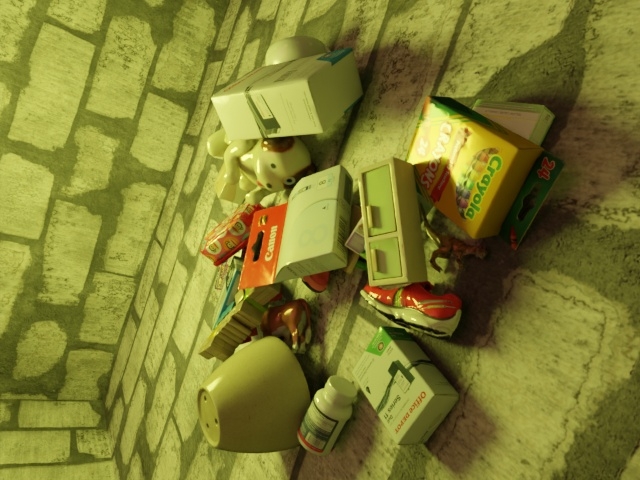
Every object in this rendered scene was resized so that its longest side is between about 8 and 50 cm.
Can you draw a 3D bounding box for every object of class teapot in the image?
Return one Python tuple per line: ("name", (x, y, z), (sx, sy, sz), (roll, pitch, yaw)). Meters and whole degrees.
("teapot", (-0.076, -0.619, 1.580), (0.256, 0.252, 0.187), (172, 91, -68))

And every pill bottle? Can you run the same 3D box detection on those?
("pill bottle", (0.021, 0.447, 1.100), (0.108, 0.107, 0.180), (42, 111, 53))

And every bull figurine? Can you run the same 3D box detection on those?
("bull figurine", (-0.130, 0.283, 1.387), (0.310, 0.101, 0.189), (-31, 60, 53))

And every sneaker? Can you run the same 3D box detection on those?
("sneaker", (0.000, -0.001, 1.304), (0.136, 0.115, 0.314), (-25, 57, 46))
("sneaker", (0.211, 0.140, 0.991), (0.278, 0.107, 0.119), (14, 70, 53))

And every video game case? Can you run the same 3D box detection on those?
("video game case", (-0.387, 0.108, 1.868), (0.210, 0.041, 0.233), (-4, 73, 54))

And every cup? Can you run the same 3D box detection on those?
("cup", (-0.213, 0.468, 1.227), (0.331, 0.236, 0.332), (14, 108, 51))

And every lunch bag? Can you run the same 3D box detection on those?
("lunch bag", (-0.319, -0.051, 1.663), (0.258, 0.120, 0.293), (-35, 17, 26))

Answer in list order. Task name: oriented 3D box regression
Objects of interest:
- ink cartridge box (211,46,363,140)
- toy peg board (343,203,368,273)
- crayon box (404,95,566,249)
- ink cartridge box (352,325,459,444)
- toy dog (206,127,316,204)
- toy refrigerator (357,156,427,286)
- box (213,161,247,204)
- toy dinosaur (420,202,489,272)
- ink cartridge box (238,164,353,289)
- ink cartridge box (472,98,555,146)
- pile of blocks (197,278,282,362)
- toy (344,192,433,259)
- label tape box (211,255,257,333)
("ink cartridge box", (-0.105, -0.465, 1.375), (0.394, 0.166, 0.285), (5, 40, 34))
("toy peg board", (0.115, 0.002, 1.191), (0.161, 0.079, 0.161), (-65, 20, 11))
("crayon box", (0.310, -0.147, 0.884), (0.319, 0.081, 0.203), (51, 138, 43))
("ink cartridge box", (0.180, 0.317, 0.946), (0.153, 0.086, 0.208), (-62, 37, 18))
("toy dog", (-0.179, -0.306, 1.590), (0.395, 0.285, 0.408), (-36, 34, -10))
("toy refrigerator", (0.157, -0.037, 0.951), (0.102, 0.094, 0.270), (-12, 80, 41))
("box", (-0.361, -0.336, 1.939), (0.311, 0.121, 0.148), (-59, 36, 21))
("toy dinosaur", (0.282, 0.010, 0.965), (0.112, 0.064, 0.211), (-53, 45, -1))
("ink cartridge box", (-0.093, -0.035, 1.265), (0.384, 0.091, 0.309), (-14, 52, 28))
("ink cartridge box", (0.364, -0.175, 0.915), (0.171, 0.056, 0.235), (35, 104, 54))
("pile of blocks", (-0.236, 0.245, 1.368), (0.362, 0.112, 0.149), (-49, 21, 5))
("toy", (0.172, -0.050, 1.049), (0.136, 0.056, 0.238), (34, 101, 14))
("label tape box", (-0.316, 0.197, 1.593), (0.347, 0.115, 0.250), (-144, 74, -72))
